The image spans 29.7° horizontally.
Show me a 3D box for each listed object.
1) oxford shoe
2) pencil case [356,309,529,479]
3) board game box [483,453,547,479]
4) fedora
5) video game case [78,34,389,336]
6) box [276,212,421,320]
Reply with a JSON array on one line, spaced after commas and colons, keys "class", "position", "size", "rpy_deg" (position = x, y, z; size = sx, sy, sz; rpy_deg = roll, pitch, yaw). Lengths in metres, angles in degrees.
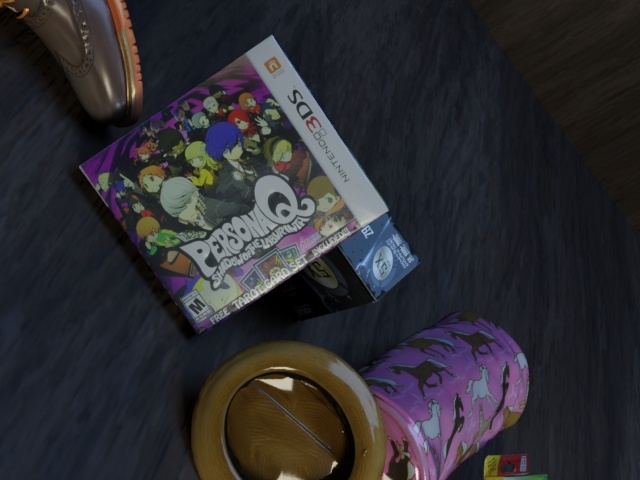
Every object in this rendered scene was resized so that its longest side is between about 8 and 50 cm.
[{"class": "oxford shoe", "position": [-0.299, -0.263, 1.195], "size": [0.133, 0.130, 0.363], "rpy_deg": [-33, 101, -31]}, {"class": "pencil case", "position": [0.119, 0.198, 1.366], "size": [0.160, 0.167, 0.386], "rpy_deg": [39, 25, 13]}, {"class": "board game box", "position": [0.229, 0.381, 1.405], "size": [0.124, 0.039, 0.259], "rpy_deg": [13, 73, -55]}, {"class": "fedora", "position": [-0.033, 0.191, 1.162], "size": [0.194, 0.194, 0.079], "rpy_deg": [60, -11, 1]}, {"class": "video game case", "position": [-0.084, -0.053, 1.195], "size": [0.210, 0.232, 0.042], "rpy_deg": [56, 3, -8]}, {"class": "box", "position": [0.000, 0.000, 1.324], "size": [0.077, 0.180, 0.147], "rpy_deg": [-40, 100, -29]}]
